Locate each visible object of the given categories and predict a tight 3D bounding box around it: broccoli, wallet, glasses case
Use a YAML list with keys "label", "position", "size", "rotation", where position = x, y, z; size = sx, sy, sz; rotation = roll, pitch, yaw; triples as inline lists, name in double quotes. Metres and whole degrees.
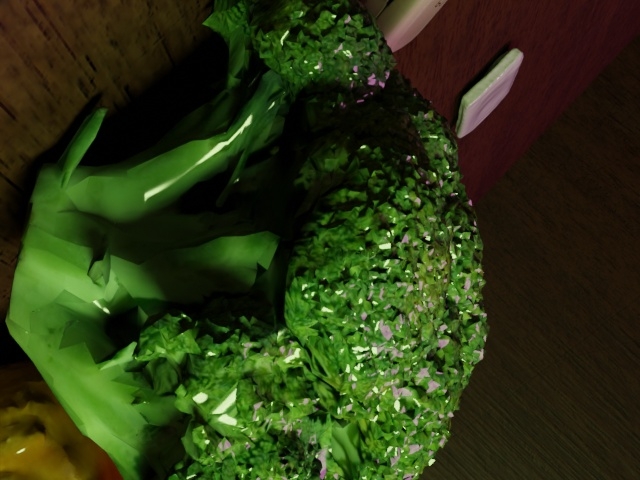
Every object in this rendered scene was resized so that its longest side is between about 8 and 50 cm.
- label: "broccoli"
  position: [-0.041, 0.023, 0.807]
  size: [0.321, 0.310, 0.413]
  rotation: [25, 75, -71]
- label: "wallet"
  position: [0.246, -0.219, 1.791]
  size: [0.124, 0.032, 0.183]
  rotation: [-46, 172, -6]
- label: "glasses case"
  position: [0.099, -0.236, 1.004]
  size: [0.196, 0.050, 0.083]
  rotation: [-49, 175, 37]

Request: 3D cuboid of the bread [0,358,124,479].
- label: "bread"
  position: [-0.269, 0.267, 0.932]
  size: [0.394, 0.250, 0.361]
  rotation: [-50, 173, -5]
